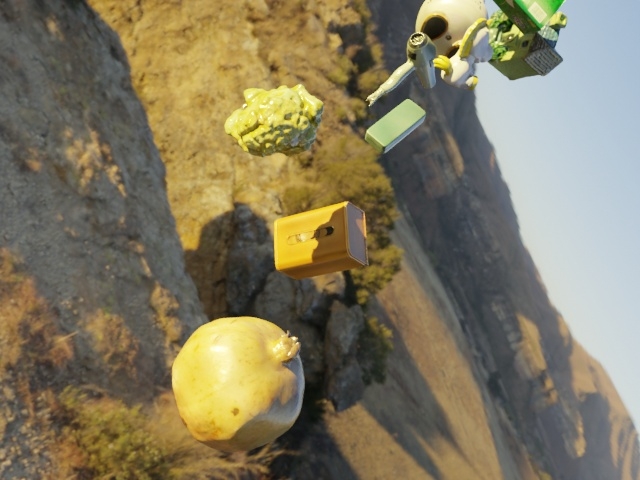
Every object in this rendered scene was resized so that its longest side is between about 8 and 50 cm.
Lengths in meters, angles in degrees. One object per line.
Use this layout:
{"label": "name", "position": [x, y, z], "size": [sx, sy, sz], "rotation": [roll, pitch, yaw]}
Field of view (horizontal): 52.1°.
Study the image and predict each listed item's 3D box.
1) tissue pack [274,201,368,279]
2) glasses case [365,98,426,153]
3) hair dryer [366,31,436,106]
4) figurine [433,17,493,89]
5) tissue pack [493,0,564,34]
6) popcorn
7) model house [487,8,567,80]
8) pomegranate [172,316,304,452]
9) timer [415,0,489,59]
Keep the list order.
{"label": "tissue pack", "position": [0.000, 0.000, 2.135], "size": [0.145, 0.274, 0.194], "rotation": [32, 50, -56]}
{"label": "glasses case", "position": [0.214, -0.326, 1.864], "size": [0.078, 0.184, 0.039], "rotation": [42, -24, 17]}
{"label": "hair dryer", "position": [0.273, -0.497, 2.038], "size": [0.092, 0.267, 0.229], "rotation": [47, 16, 28]}
{"label": "figurine", "position": [0.364, -0.456, 1.591], "size": [0.129, 0.178, 0.109], "rotation": [22, 24, -53]}
{"label": "tissue pack", "position": [0.547, -0.693, 1.800], "size": [0.209, 0.148, 0.156], "rotation": [39, 0, -16]}
{"label": "popcorn", "position": [-0.112, -0.313, 1.722], "size": [0.256, 0.254, 0.195], "rotation": [-51, 131, -54]}
{"label": "model house", "position": [0.637, -0.619, 1.984], "size": [0.195, 0.189, 0.214], "rotation": [26, 82, -41]}
{"label": "pomegranate", "position": [-0.182, 0.327, 1.557], "size": [0.342, 0.342, 0.342], "rotation": [59, 14, -24]}
{"label": "timer", "position": [0.429, -0.704, 2.109], "size": [0.233, 0.233, 0.240], "rotation": [56, 40, -35]}
